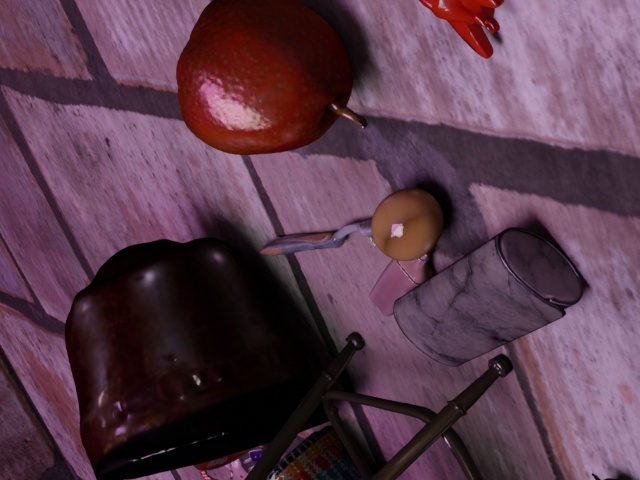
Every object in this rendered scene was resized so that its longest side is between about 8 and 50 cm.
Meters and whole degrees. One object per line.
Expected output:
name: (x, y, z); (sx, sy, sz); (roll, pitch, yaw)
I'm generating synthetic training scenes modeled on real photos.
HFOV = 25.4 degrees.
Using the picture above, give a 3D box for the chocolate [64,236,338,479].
chocolate: (-0.196, 0.157, 2.092); (0.383, 0.383, 0.331); (138, 121, -65)

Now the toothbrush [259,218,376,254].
toothbrush: (0.000, 0.000, 1.877); (0.037, 0.028, 0.375); (53, 156, -15)

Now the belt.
belt: (-0.030, 0.396, 2.236); (0.160, 0.207, 0.295); (47, 170, 7)

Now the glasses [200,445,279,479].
glasses: (-0.140, 0.364, 2.564); (0.162, 0.095, 0.255); (4, 129, 25)

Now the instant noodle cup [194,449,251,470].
instant noodle cup: (-0.188, 0.243, 2.372); (0.212, 0.193, 0.193); (52, 157, 24)

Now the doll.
doll: (0.104, -0.249, 1.329); (0.169, 0.057, 0.109); (41, 165, 14)

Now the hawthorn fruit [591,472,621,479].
hawthorn fruit: (0.334, 0.312, 1.623); (0.093, 0.081, 0.081); (59, 155, -9)

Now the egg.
egg: (0.099, -0.020, 1.610); (0.080, 0.080, 0.096); (48, 157, 13)

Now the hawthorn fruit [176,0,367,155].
hawthorn fruit: (-0.045, -0.170, 1.561); (0.225, 0.196, 0.196); (24, 145, 22)

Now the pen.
pen: (0.102, 0.046, 1.751); (0.053, 0.032, 0.197); (52, 158, 7)

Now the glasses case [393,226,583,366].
glasses case: (0.179, 0.067, 1.594); (0.114, 0.060, 0.299); (41, 155, -3)

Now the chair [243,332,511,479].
chair: (0.063, 0.392, 1.807); (0.364, 0.410, 0.362); (2, 124, 60)
